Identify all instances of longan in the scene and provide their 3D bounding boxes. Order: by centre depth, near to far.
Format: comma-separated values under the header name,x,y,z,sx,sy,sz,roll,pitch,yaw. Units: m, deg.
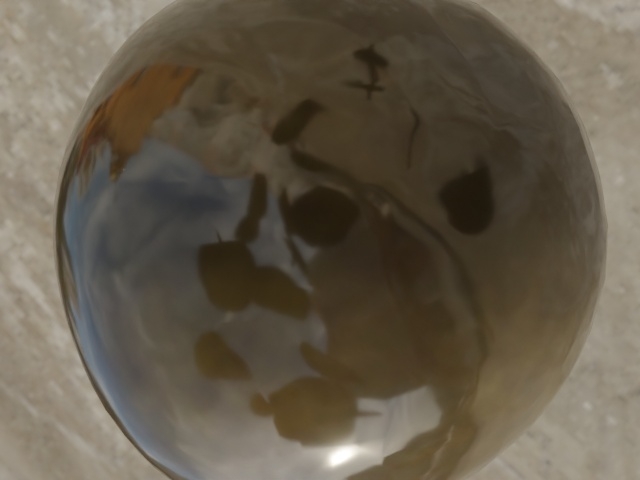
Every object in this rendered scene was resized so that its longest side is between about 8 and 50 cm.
name,x,y,z,sx,sy,sz,roll,pitch,yaw
longan,0.000,0.000,0.653,0.258,0.258,0.258,35,152,22
